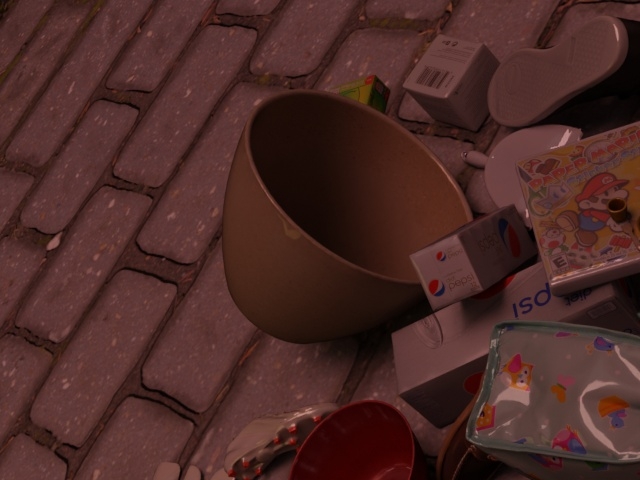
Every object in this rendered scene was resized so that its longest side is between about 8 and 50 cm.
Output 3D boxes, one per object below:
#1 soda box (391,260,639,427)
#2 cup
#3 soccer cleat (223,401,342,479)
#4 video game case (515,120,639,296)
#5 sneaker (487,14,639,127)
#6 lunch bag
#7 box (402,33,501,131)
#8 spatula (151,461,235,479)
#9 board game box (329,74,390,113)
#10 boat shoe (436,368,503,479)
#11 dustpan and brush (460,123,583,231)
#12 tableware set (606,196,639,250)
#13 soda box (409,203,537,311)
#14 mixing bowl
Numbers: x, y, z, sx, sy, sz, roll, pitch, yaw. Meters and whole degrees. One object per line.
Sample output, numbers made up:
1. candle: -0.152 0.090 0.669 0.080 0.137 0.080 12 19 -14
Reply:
1. soda box: 0.226 0.109 1.443 0.286 0.091 0.098 -28 41 25
2. cup: 0.000 0.000 1.620 0.237 0.331 0.331 -53 29 36
3. soccer cleat: -0.052 0.250 1.621 0.196 0.068 0.076 -33 37 25
4. video game case: 0.348 -0.050 1.392 0.227 0.026 0.206 -18 45 11
5. sneaker: 0.343 -0.208 1.598 0.296 0.147 0.105 -22 70 61
6. lunch bag: 0.312 0.175 1.191 0.262 0.223 0.160 -3 64 43
7. box: 0.196 -0.226 1.767 0.102 0.087 0.101 -54 38 -8
8. spatula: -0.207 0.414 1.673 0.168 0.019 0.242 -3 57 37
9. board game box: 0.042 -0.163 1.903 0.092 0.043 0.181 -12 50 38
10. boat shoe: 0.195 0.207 1.366 0.073 0.073 0.207 45 120 46
11. dustpan and brush: 0.250 -0.098 1.639 0.211 0.060 0.147 25 88 45
12. tableware set: 0.387 -0.057 1.344 0.154 0.024 0.104 -27 44 2
13. soda box: 0.186 0.016 1.476 0.069 0.074 0.216 -25 -1 28
14. mixing bowl: 0.061 0.288 1.445 0.181 0.098 0.181 -26 43 28
